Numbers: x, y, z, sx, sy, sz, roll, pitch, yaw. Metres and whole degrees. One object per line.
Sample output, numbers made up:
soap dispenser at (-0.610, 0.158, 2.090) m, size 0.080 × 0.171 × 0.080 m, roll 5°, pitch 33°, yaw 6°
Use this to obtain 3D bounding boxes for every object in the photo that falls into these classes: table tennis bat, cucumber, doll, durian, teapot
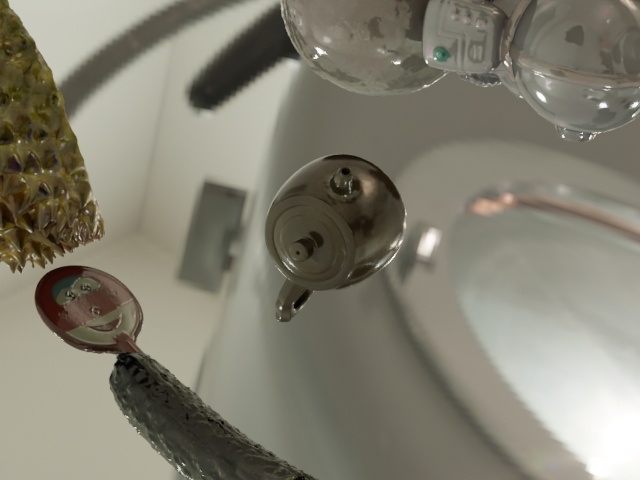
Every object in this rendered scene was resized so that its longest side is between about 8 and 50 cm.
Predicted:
table tennis bat at (-0.187, 0.079, 1.747) m, size 0.154 × 0.019 × 0.098 m, roll 46°, pitch -138°, yaw 19°
cucumber at (-0.100, 0.164, 1.632) m, size 0.067 × 0.067 × 0.245 m, roll -18°, pitch -145°, yaw -39°
doll at (0.108, -0.145, 1.322) m, size 0.287 × 0.151 × 0.151 m, roll 21°, pitch -149°, yaw 34°
durian at (-0.265, -0.088, 1.705) m, size 0.154 × 0.260 × 0.186 m, roll -40°, pitch -165°, yaw -33°
teapot at (0.000, 0.000, 1.155) m, size 0.076 × 0.121 × 0.068 m, roll 35°, pitch -145°, yaw 12°
